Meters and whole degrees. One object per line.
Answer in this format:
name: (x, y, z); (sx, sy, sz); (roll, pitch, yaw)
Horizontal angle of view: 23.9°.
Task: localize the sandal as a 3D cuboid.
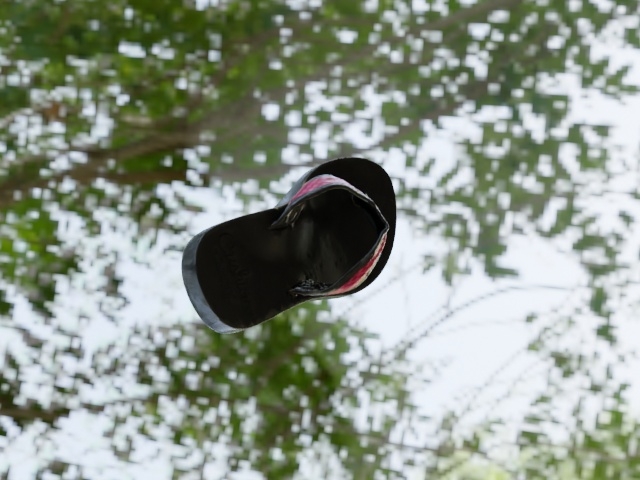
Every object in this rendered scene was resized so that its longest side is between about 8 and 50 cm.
sandal: (0.000, 0.000, 0.737); (0.179, 0.040, 0.067); (-29, -85, -56)
